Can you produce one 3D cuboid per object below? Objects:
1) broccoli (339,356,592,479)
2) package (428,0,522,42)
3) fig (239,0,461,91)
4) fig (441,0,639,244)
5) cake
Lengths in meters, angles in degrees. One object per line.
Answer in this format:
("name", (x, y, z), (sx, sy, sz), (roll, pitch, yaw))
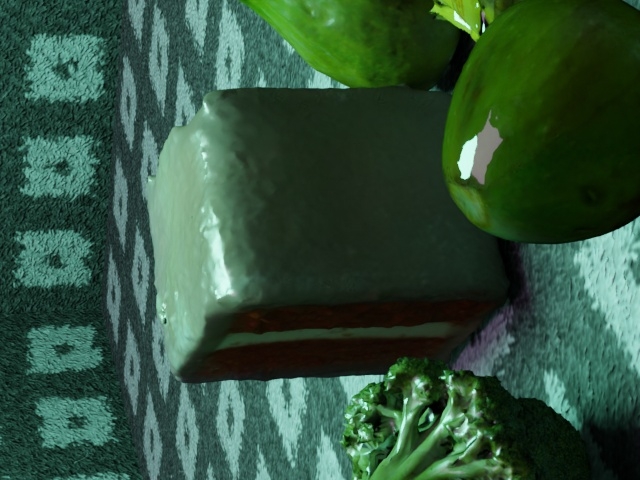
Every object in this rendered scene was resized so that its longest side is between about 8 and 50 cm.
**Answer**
("broccoli", (0.092, 0.251, 1.282), (0.304, 0.283, 0.321), (-23, 88, 61))
("package", (0.142, -0.273, 1.364), (0.168, 0.090, 0.226), (-132, 40, -61))
("fig", (0.034, -0.239, 1.559), (0.167, 0.233, 0.167), (-52, 3, 4))
("fig", (0.171, -0.084, 1.165), (0.181, 0.191, 0.181), (39, 153, 24))
("cake", (0.000, 0.000, 1.516), (0.237, 0.308, 0.230), (122, 140, -57))
